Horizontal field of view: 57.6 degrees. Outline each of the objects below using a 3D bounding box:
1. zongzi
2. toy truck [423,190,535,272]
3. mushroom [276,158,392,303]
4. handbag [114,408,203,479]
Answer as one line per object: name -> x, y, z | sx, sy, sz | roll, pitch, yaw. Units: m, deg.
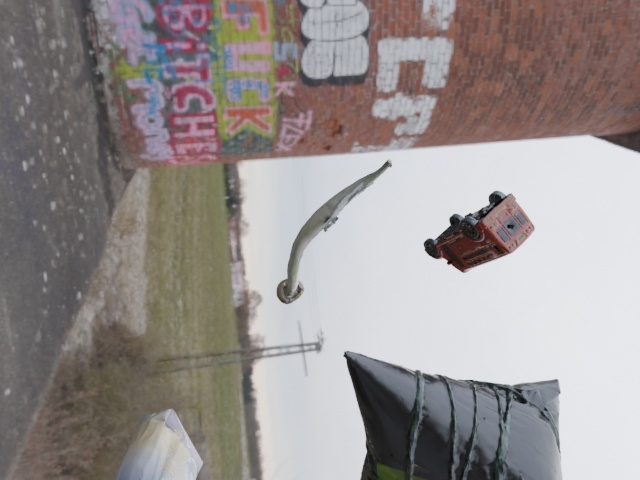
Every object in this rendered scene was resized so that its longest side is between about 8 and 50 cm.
zongzi -> 0.194, 0.297, 0.933 | 0.319, 0.383, 0.362 | -73, 148, -54
toy truck -> 0.320, -0.006, 1.207 | 0.114, 0.107, 0.253 | 49, -20, 1
mushroom -> -0.002, -0.002, 0.790 | 0.043, 0.068, 0.306 | 43, -45, 10
handbag -> -0.227, 0.324, 0.780 | 0.173, 0.095, 0.117 | -82, 150, -69
